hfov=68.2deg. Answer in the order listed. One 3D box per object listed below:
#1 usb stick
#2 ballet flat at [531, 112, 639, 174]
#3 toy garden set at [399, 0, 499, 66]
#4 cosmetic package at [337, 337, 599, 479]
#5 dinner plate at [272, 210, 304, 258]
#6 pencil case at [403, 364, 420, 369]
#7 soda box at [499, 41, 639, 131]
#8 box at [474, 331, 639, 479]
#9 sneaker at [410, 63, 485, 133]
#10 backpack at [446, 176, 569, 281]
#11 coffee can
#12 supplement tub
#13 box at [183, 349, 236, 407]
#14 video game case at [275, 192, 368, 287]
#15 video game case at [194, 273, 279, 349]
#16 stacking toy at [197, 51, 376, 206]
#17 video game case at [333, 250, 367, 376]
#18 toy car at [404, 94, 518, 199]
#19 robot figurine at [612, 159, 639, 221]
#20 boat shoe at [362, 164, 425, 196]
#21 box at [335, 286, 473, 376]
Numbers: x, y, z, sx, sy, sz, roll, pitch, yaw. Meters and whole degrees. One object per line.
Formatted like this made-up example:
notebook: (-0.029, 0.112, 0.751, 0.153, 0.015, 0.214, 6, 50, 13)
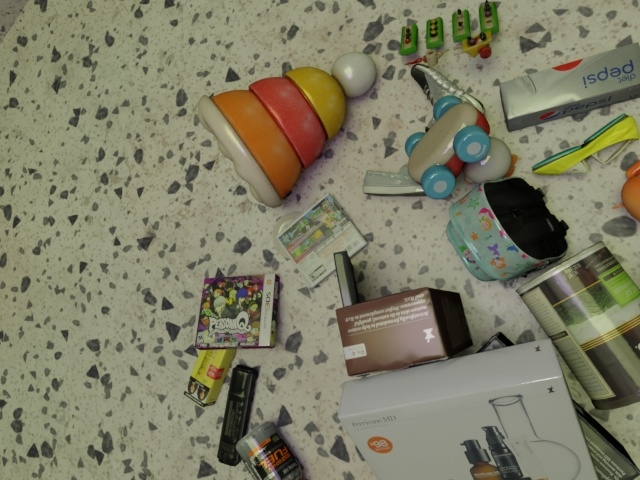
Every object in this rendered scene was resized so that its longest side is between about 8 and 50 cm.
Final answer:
usb stick: (-0.240, 0.498, 1.354, 0.077, 0.045, 0.277, 9, 87, 17)
ballet flat: (0.600, -0.194, 1.064, 0.231, 0.077, 0.077, -32, 89, 15)
toy garden set: (0.317, -0.516, 1.185, 0.245, 0.049, 0.203, -6, 52, 22)
cosmetic package: (0.262, 0.347, 0.852, 0.378, 0.097, 0.284, -19, 112, 21)
dinner plate: (-0.079, -0.017, 1.363, 0.141, 0.017, 0.141, -4, 81, 23)
pencil case: (0.175, 0.376, 1.151, 0.206, 0.086, 0.088, -40, 91, 23)
soda box: (0.568, -0.345, 1.082, 0.287, 0.091, 0.098, -11, 79, 22)
box: (0.400, 0.428, 1.012, 0.312, 0.179, 0.343, -48, 68, 11)
sneaker: (0.291, -0.346, 1.208, 0.229, 0.086, 0.132, 43, 103, 21)
backpack: (0.395, -0.020, 1.032, 0.191, 0.254, 0.225, -39, 70, 36)
coffee can: (0.565, 0.169, 0.960, 0.202, 0.201, 0.275, -35, 71, 16)
supplement tub: (-0.130, 0.592, 1.255, 0.117, 0.117, 0.190, -45, 70, 12)
box: (-0.317, 0.365, 1.395, 0.087, 0.058, 0.232, 24, 93, 25)
video game case: (0.000, 0.000, 1.310, 0.201, 0.023, 0.183, -40, 75, 12)
video game case: (-0.236, 0.204, 1.348, 0.232, 0.042, 0.210, -4, 65, 16)
stacking toy: (-0.053, -0.347, 1.287, 0.480, 0.350, 0.350, -35, 70, -4)
video game case: (0.080, 0.177, 1.144, 0.035, 0.248, 0.274, -11, 79, 4)
toy car: (0.351, -0.183, 1.111, 0.210, 0.238, 0.219, -52, 24, 28)
robot figurine: (0.723, -0.116, 0.969, 0.219, 0.128, 0.158, -40, 76, 13)
boat shoe: (0.216, -0.157, 1.218, 0.228, 0.079, 0.081, 3, 89, 27)
box: (0.197, 0.191, 1.017, 0.191, 0.381, 0.143, -17, 77, 21)
